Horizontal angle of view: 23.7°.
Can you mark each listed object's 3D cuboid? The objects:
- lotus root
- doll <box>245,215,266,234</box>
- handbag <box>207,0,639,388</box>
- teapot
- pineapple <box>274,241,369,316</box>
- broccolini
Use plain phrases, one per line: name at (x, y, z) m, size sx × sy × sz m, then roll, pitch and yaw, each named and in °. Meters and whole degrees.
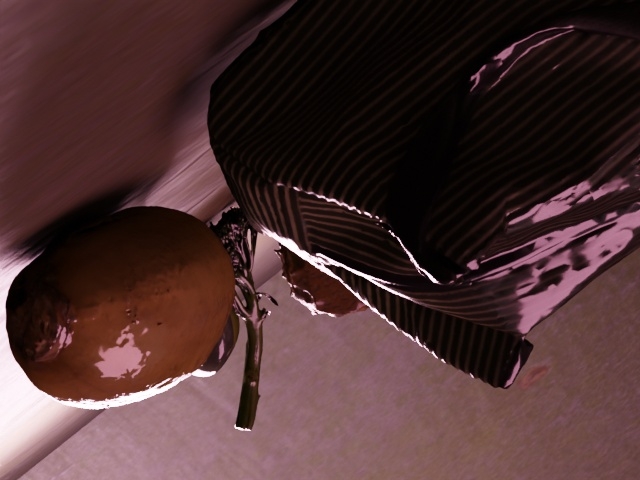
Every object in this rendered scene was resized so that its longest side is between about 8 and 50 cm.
lotus root at (-0.138, 0.049, 1.120) m, size 0.146 × 0.131 × 0.303 m, roll -39°, pitch 178°, yaw 12°
doll at (-0.008, -0.063, 1.581) m, size 0.152 × 0.085 × 0.114 m, roll -27°, pitch 149°, yaw -22°
handbag at (0.118, -0.081, 0.977) m, size 0.340 × 0.240 × 0.247 m, roll -37°, pitch 151°, yaw -11°
teapot at (-0.174, 0.096, 1.743) m, size 0.119 × 0.130 × 0.165 m, roll -20°, pitch -161°, yaw -34°
pineapple at (0.001, 0.000, 1.722) m, size 0.128 × 0.128 × 0.248 m, roll -39°, pitch -160°, yaw 1°
broccolini at (-0.093, 0.097, 1.664) m, size 0.062 × 0.272 × 0.123 m, roll 13°, pitch -155°, yaw 33°
